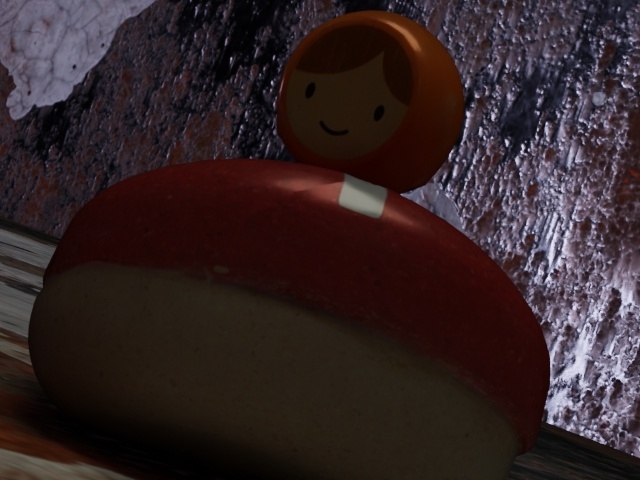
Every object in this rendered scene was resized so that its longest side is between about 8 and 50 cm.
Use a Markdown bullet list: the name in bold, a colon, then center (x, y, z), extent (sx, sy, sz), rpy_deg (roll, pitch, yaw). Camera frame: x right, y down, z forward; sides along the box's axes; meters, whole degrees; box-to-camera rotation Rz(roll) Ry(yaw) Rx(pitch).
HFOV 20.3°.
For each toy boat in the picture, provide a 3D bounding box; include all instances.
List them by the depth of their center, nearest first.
- **toy boat**: center (0.000, 0.000, 0.560), extent (0.151, 0.151, 0.231), rpy_deg (19, -2, -4)
